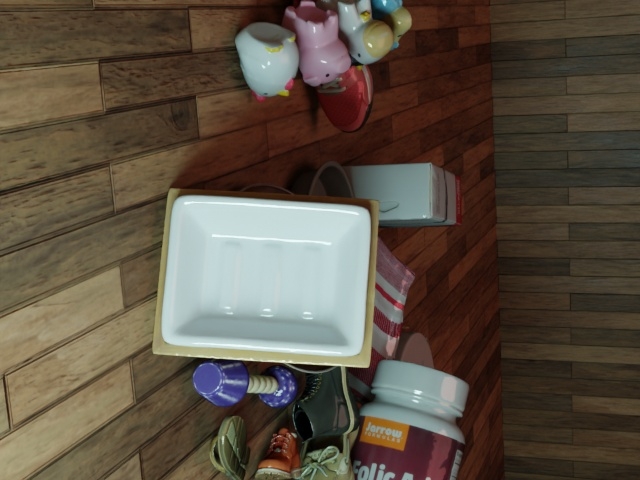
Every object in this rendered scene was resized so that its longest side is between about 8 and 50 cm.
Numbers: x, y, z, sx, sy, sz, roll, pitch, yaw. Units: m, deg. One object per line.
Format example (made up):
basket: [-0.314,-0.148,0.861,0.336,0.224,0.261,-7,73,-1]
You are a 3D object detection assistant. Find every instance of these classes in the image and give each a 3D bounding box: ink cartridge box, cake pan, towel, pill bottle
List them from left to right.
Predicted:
cake pan: [0.000,0.000,1.926,0.293,0.054,0.293,0,90,-70]
towel: [0.103,0.163,2.150,0.237,0.037,0.329,41,56,-49]
pill bottle: [0.153,0.444,2.030,0.224,0.224,0.392,45,57,-63]
ink cartridge box: [0.168,-0.089,2.175,0.273,0.197,0.114,5,84,-70]

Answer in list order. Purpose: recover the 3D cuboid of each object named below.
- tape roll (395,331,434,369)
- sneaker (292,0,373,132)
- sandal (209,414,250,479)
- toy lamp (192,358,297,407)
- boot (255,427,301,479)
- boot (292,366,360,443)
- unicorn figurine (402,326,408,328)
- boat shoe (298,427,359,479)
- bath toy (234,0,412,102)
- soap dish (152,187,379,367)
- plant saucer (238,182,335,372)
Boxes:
tape roll: [0.189,0.401,2.427,0.392,0.072,0.392,0,90,-70]
sneaker: [0.001,-0.335,1.883,0.136,0.116,0.313,-38,120,-52]
sandal: [-0.140,0.314,1.572,0.180,0.049,0.072,85,21,-60]
toy lamp: [-0.115,0.215,1.589,0.275,0.080,0.080,32,61,-70]
boot: [-0.071,0.356,1.745,0.158,0.059,0.084,33,56,-76]
boot: [-0.013,0.251,1.835,0.137,0.077,0.198,-5,65,-52]
unicorn figurine: [0.119,0.182,2.268,0.162,0.060,0.111,-42,132,-43]
boat shoe: [0.006,0.380,1.904,0.285,0.105,0.089,-79,153,-57]
bath toy: [0.003,-0.319,1.719,0.348,0.151,0.129,-32,148,-39]
soap dish: [-0.071,0.052,1.432,0.118,0.291,0.228,84,10,-80]
plant saucer: [-0.058,0.062,1.631,0.311,0.050,0.310,30,47,-39]
